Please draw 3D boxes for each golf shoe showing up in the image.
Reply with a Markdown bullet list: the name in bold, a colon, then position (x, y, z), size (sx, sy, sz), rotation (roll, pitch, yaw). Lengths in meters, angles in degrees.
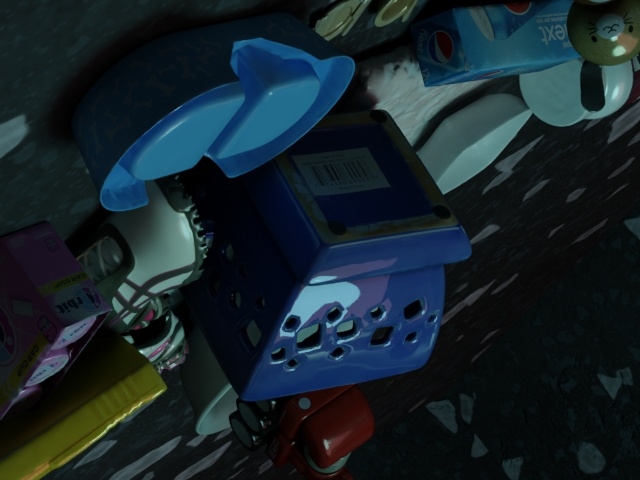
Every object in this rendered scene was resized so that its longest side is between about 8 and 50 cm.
- **golf shoe**: position (-0.195, 0.027, 1.599), size (0.120, 0.105, 0.273), rotation (-23, 160, -33)
- **golf shoe**: position (-0.247, 0.142, 1.940), size (0.186, 0.067, 0.086), rotation (-33, 139, -19)

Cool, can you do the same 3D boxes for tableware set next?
- **tableware set**: position (0.062, -0.240, 1.550), size (0.169, 0.020, 0.141), rotation (-26, 162, -39)

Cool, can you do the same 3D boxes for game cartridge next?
- **game cartridge**: position (-0.326, 0.204, 1.671), size (0.324, 0.052, 0.285), rotation (-33, -165, -11)

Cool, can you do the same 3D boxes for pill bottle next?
- **pill bottle**: position (0.342, -0.217, 1.960), size (0.221, 0.121, 0.121), rotation (-28, 163, -42)

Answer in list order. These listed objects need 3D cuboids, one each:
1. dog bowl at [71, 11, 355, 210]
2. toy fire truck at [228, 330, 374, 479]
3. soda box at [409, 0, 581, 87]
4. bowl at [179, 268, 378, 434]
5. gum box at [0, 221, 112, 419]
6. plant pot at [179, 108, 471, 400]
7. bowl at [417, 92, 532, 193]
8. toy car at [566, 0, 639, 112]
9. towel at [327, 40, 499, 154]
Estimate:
- **dog bowl**: position (-0.096, -0.121, 1.426), size (0.297, 0.074, 0.166), rotation (-22, 159, -50)
- **toy fire truck**: position (-0.002, 0.270, 1.999), size (0.158, 0.246, 0.217), rotation (-32, 165, -24)
- **soda box**: position (0.195, -0.216, 1.762), size (0.210, 0.071, 0.067), rotation (-13, 178, -45)
- **bowl**: position (-0.075, 0.110, 2.095), size (0.298, 0.134, 0.298), rotation (-36, 167, -10)
- **gum box**: position (-0.285, 0.084, 1.536), size (0.062, 0.107, 0.188), rotation (-23, 160, -47)
- **plant pot**: position (0.000, 0.000, 1.664), size (0.236, 0.236, 0.212), rotation (-8, 144, -31)
- **bowl**: position (0.176, -0.119, 1.955), size (0.142, 0.053, 0.142), rotation (-29, 165, -34)
- **toy car**: position (0.299, -0.232, 1.693), size (0.155, 0.188, 0.149), rotation (-14, -170, 9)
- **towel**: position (0.085, -0.134, 1.888), size (0.332, 0.053, 0.317), rotation (-26, 162, -44)
